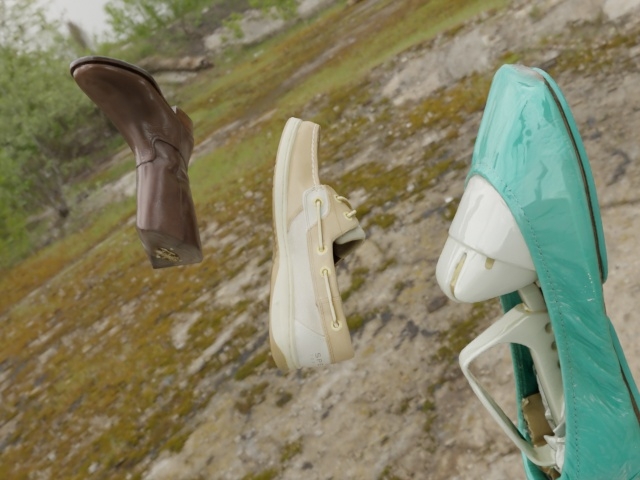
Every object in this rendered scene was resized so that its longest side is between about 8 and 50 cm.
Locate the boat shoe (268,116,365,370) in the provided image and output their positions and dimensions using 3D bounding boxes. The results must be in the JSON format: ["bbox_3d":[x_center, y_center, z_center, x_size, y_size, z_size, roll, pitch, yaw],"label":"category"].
[{"bbox_3d":[0.000,0.000,0.507,0.059,0.170,0.063,-1,-16,5],"label":"boat shoe"}]

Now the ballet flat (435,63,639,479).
[{"bbox_3d":[0.111,0.035,0.414,0.087,0.247,0.083,-21,14,-7],"label":"ballet flat"}]

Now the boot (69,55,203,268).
[{"bbox_3d":[-0.110,-0.044,0.475,0.037,0.106,0.114,-21,59,28],"label":"boot"}]
